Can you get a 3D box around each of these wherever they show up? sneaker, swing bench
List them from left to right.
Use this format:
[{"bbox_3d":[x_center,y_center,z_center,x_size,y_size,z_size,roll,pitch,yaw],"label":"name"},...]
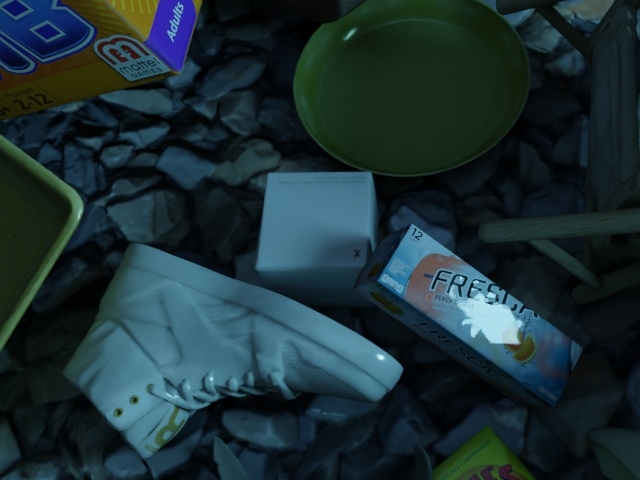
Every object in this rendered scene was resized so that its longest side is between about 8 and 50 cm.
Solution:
[{"bbox_3d":[-0.086,0.122,0.708,0.292,0.108,0.169,17,69,27],"label":"sneaker"},{"bbox_3d":[0.281,-0.108,0.658,0.254,0.165,0.253,-17,54,46],"label":"swing bench"}]

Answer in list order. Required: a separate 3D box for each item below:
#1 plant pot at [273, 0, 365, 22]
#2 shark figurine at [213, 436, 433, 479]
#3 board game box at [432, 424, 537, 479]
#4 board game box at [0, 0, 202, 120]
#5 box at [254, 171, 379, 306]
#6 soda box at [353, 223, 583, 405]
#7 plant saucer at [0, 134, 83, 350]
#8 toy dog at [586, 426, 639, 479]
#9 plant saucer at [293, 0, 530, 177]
[{"bbox_3d":[0.027,-0.355,0.845,0.263,0.263,0.229,30,78,21],"label":"plant pot"},{"bbox_3d":[0.035,0.208,0.628,0.278,0.166,0.116,-12,55,51],"label":"shark figurine"},{"bbox_3d":[0.156,0.245,0.635,0.092,0.043,0.181,-37,64,-9],"label":"board game box"},{"bbox_3d":[-0.334,-0.368,0.786,0.356,0.356,0.356,-6,61,31],"label":"board game box"},{"bbox_3d":[0.000,0.000,0.757,0.101,0.087,0.102,0,64,9],"label":"box"},{"bbox_3d":[0.121,0.064,0.677,0.183,0.063,0.058,35,72,-9],"label":"soda box"},{"bbox_3d":[-0.396,0.016,0.754,0.332,0.081,0.333,35,97,15],"label":"plant saucer"},{"bbox_3d":[0.407,0.099,0.477,0.408,0.395,0.284,-35,61,-1],"label":"toy dog"},{"bbox_3d":[0.093,-0.160,0.851,0.241,0.037,0.241,-3,63,7],"label":"plant saucer"}]
